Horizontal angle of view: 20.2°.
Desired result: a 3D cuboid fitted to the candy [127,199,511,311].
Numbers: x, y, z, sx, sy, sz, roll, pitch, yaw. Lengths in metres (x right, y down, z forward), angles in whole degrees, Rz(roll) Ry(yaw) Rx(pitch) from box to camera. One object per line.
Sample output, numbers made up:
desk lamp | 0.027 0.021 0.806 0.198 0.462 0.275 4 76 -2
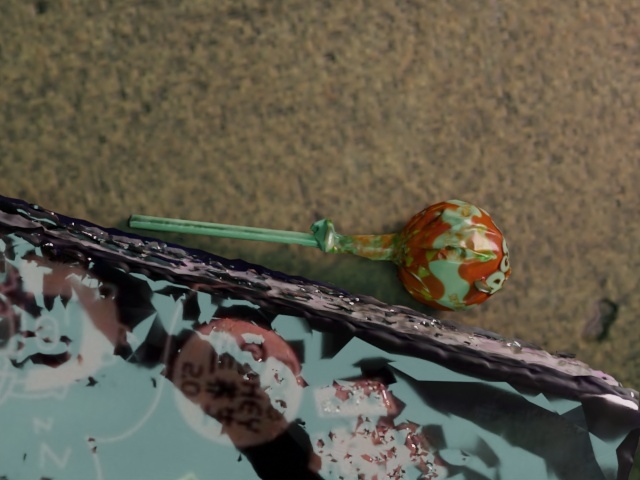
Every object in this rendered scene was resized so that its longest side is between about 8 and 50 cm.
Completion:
candy | 0.000 0.000 0.859 0.184 0.049 0.056 7 58 -3

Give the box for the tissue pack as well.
tissue pack | -0.041 0.134 0.805 0.332 0.123 0.245 15 95 -5
